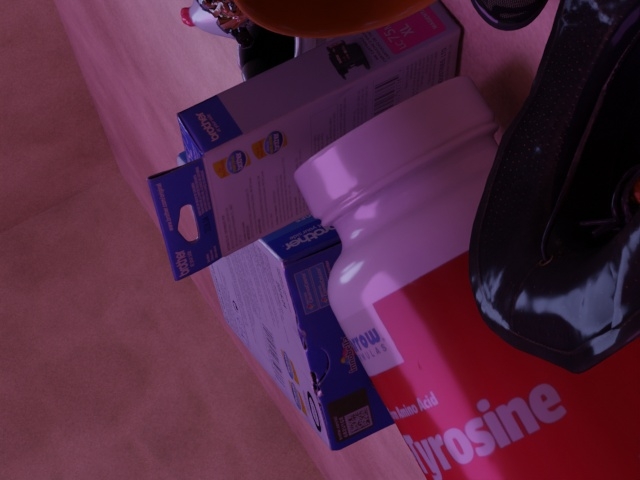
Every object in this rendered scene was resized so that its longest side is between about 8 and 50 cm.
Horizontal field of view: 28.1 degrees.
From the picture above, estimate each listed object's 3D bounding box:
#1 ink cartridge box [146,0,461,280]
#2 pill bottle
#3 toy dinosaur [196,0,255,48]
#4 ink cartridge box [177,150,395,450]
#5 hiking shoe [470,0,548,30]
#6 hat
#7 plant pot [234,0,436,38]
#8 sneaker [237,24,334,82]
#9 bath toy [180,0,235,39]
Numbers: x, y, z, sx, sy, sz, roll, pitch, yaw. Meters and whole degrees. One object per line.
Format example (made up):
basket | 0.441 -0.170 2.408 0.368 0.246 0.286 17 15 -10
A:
ink cartridge box | -0.018 -0.092 1.177 0.065 0.311 0.185 54 165 25
pill bottle | 0.151 0.079 1.070 0.407 0.229 0.229 60 167 4
toy dinosaur | -0.111 -0.292 1.160 0.322 0.164 0.218 29 139 51
ink cartridge box | -0.008 0.056 1.507 0.395 0.151 0.270 45 154 55
hiking shoe | 0.112 -0.204 0.834 0.086 0.114 0.227 26 154 18
hat | 0.212 -0.060 0.700 0.134 0.331 0.331 19 174 -13
plant pot | 0.008 -0.289 0.970 0.205 0.205 0.188 90 165 -65
sneaker | -0.023 -0.174 1.351 0.122 0.146 0.330 22 148 34
bath toy | -0.144 -0.383 1.465 0.151 0.129 0.348 -70 -33 -49
